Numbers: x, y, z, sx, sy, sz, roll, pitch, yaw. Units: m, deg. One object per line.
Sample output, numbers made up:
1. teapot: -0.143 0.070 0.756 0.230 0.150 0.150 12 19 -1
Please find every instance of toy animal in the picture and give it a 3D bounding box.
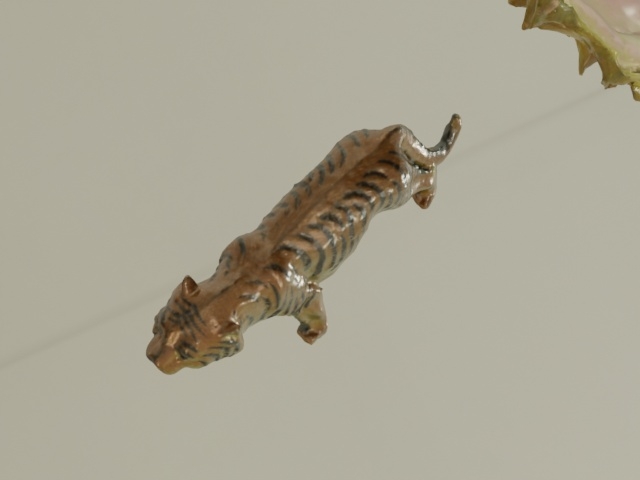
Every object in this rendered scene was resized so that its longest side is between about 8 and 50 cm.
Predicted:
1. toy animal: 0.000 0.000 0.958 0.057 0.241 0.099 42 -20 16

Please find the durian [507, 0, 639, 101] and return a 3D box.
1. durian: 0.145 -0.176 0.853 0.195 0.186 0.305 -46 127 -40
